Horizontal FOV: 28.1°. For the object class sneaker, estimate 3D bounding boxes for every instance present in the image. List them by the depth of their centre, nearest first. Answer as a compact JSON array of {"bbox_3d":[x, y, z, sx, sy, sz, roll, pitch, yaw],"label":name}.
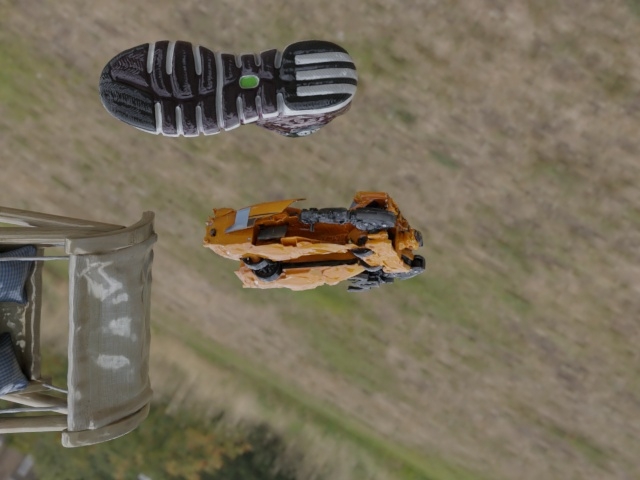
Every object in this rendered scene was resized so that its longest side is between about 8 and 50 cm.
[{"bbox_3d":[-0.094,-0.150,1.425,0.281,0.107,0.162,1,169,6],"label":"sneaker"}]

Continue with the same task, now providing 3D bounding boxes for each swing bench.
[{"bbox_3d":[-0.329,0.097,1.515,0.254,0.253,0.165,4,-165,4],"label":"swing bench"}]

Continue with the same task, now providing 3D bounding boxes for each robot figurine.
[{"bbox_3d":[0.000,0.000,1.745,0.290,0.085,0.211,-6,151,20],"label":"robot figurine"}]
